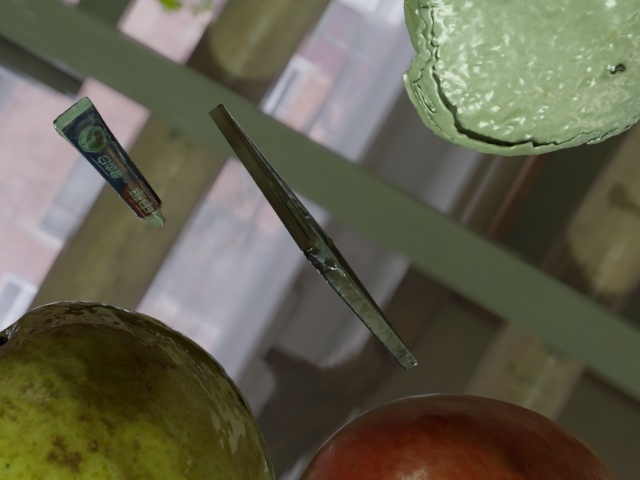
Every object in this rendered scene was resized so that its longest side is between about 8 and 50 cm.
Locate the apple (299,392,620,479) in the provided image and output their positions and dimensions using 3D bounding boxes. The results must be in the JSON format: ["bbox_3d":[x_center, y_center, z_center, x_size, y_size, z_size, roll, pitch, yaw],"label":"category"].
[{"bbox_3d":[0.082,0.187,1.069,0.209,0.209,0.164,30,179,-43],"label":"apple"}]

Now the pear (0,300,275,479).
[{"bbox_3d":[-0.185,0.189,1.334,0.304,0.304,0.304,29,179,1],"label":"pear"}]

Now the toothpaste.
[{"bbox_3d":[-0.166,-0.059,1.533,0.140,0.037,0.021,53,176,-35],"label":"toothpaste"}]

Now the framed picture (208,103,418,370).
[{"bbox_3d":[0.000,0.000,1.698,0.189,0.023,0.260,56,-176,36],"label":"framed picture"}]

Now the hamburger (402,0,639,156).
[{"bbox_3d":[0.098,-0.108,0.810,0.133,0.140,0.062,6,-156,-4],"label":"hamburger"}]
